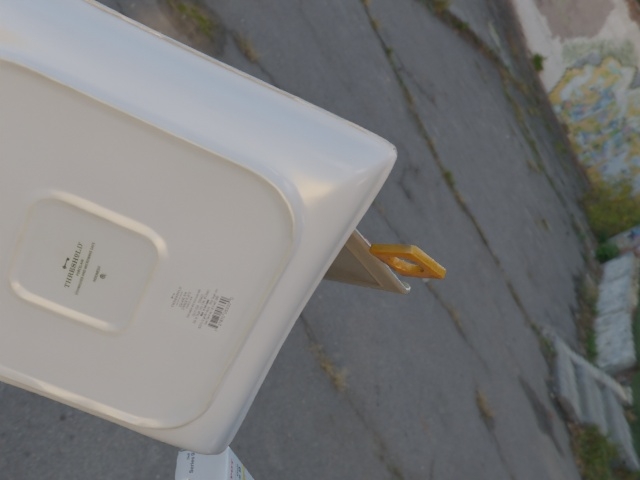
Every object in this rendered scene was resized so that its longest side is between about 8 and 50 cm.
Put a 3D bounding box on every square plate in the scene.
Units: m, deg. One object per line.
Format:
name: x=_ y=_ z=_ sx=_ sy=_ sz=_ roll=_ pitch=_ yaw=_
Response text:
square plate: x=-0.171 y=0.007 z=0.569 sx=0.344 sy=0.347 sz=0.049 roll=24 pitch=28 yaw=-10

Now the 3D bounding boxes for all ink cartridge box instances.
ink cartridge box: x=-0.166 y=0.452 z=1.242 sx=0.212 sy=0.093 sz=0.154 roll=69 pitch=14 yaw=-49

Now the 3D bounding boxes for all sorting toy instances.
sorting toy: x=0.000 y=0.000 z=0.906 sx=0.196 sy=0.348 sz=0.047 roll=42 pitch=64 yaw=-49
